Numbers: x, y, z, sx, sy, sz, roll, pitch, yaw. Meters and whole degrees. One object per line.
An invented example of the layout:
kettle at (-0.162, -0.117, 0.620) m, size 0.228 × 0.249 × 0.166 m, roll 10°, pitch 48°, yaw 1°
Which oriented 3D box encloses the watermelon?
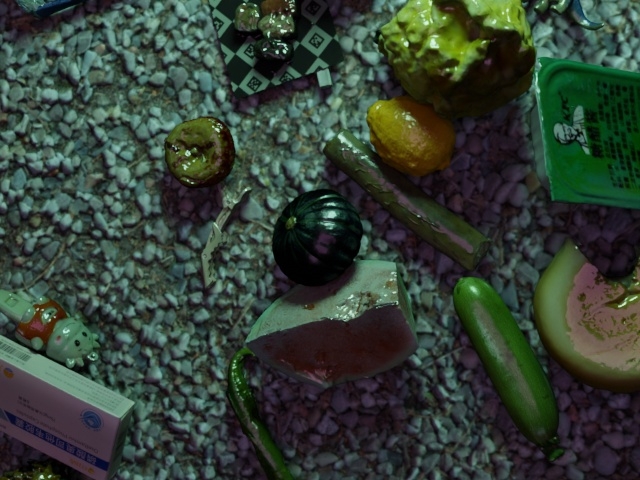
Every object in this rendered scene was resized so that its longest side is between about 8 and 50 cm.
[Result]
watermelon at (0.020, 0.158, 1.655) m, size 0.305 × 0.180 × 0.224 m, roll -18°, pitch 75°, yaw 12°

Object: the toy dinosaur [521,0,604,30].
toy dinosaur at (0.448, -0.503, 1.606) m, size 0.247 × 0.075 × 0.188 m, roll 37°, pitch 91°, yaw 13°

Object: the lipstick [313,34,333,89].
lipstick at (0.001, -0.350, 1.714) m, size 0.025 × 0.025 × 0.107 m, roll -13°, pitch 85°, yaw 11°

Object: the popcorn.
popcorn at (0.241, -0.344, 1.532) m, size 0.292 × 0.293 × 0.237 m, roll -9°, pitch 56°, yaw 11°

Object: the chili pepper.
chili pepper at (-0.110, 0.392, 1.748) m, size 0.084 × 0.076 × 0.359 m, roll -21°, pitch 89°, yaw 36°

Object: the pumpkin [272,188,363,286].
pumpkin at (-0.009, -0.005, 1.658) m, size 0.194 × 0.194 × 0.150 m, roll -44°, pitch 106°, yaw 9°

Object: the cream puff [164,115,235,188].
cream puff at (-0.235, -0.174, 1.736) m, size 0.149 × 0.084 × 0.149 m, roll 0°, pitch 89°, yaw 13°

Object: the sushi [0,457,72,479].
sushi at (-0.592, 0.554, 1.774) m, size 0.213 × 0.204 × 0.200 m, roll -30°, pitch 83°, yaw 5°

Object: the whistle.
whistle at (-0.561, 0.176, 1.802) m, size 0.253 × 0.102 × 0.106 m, roll 31°, pitch 101°, yaw 5°

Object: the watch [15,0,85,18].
watch at (-0.494, -0.550, 1.783) m, size 0.274 × 0.068 × 0.276 m, roll -42°, pitch 84°, yaw 5°

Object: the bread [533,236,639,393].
bread at (0.548, 0.118, 1.563) m, size 0.332 × 0.160 × 0.333 m, roll -1°, pitch 86°, yaw 13°

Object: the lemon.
lemon at (0.167, -0.197, 1.631) m, size 0.187 × 0.142 × 0.142 m, roll 35°, pitch 98°, yaw 8°

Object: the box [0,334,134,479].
box at (-0.555, 0.340, 1.789) m, size 0.343 × 0.065 × 0.200 m, roll 24°, pitch 122°, yaw 8°

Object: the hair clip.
hair clip at (-0.209, -0.013, 1.763) m, size 0.072 × 0.034 × 0.226 m, roll 24°, pitch 98°, yaw 12°

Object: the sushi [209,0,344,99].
sushi at (-0.095, -0.416, 1.703) m, size 0.231 × 0.047 × 0.220 m, roll -17°, pitch 82°, yaw 11°

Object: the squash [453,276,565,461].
squash at (0.357, 0.235, 1.637) m, size 0.101 × 0.101 × 0.379 m, roll -26°, pitch 85°, yaw 10°

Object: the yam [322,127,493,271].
yam at (0.160, -0.077, 1.673) m, size 0.371 × 0.083 × 0.083 m, roll 38°, pitch 98°, yaw 8°

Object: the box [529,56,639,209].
box at (0.494, -0.162, 1.527) m, size 0.336 × 0.106 × 0.264 m, roll 5°, pitch 71°, yaw -21°
